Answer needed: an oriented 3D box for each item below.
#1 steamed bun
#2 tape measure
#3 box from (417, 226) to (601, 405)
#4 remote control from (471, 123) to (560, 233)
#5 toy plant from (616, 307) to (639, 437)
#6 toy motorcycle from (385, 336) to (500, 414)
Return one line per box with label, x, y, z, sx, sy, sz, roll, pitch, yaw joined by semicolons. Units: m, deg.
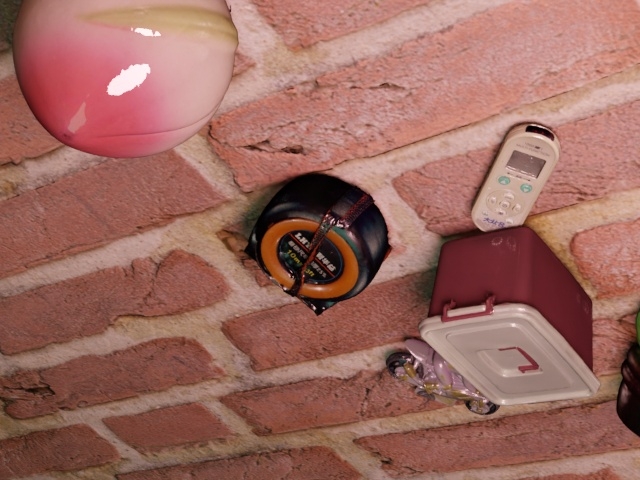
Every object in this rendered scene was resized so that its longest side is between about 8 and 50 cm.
steamed bun;-0.267;-0.228;1.506;0.309;0.309;0.309;12;140;10
tape measure;0.000;0.000;1.788;0.202;0.135;0.223;43;134;-12
box;0.295;0.116;1.740;0.193;0.167;0.294;-11;143;34
remote control;0.277;-0.086;1.640;0.078;0.042;0.221;20;140;1
toy plant;0.558;0.198;1.774;0.218;0.175;0.235;20;114;-11
toy motorcycle;0.234;0.233;2.006;0.225;0.073;0.152;26;139;-10
